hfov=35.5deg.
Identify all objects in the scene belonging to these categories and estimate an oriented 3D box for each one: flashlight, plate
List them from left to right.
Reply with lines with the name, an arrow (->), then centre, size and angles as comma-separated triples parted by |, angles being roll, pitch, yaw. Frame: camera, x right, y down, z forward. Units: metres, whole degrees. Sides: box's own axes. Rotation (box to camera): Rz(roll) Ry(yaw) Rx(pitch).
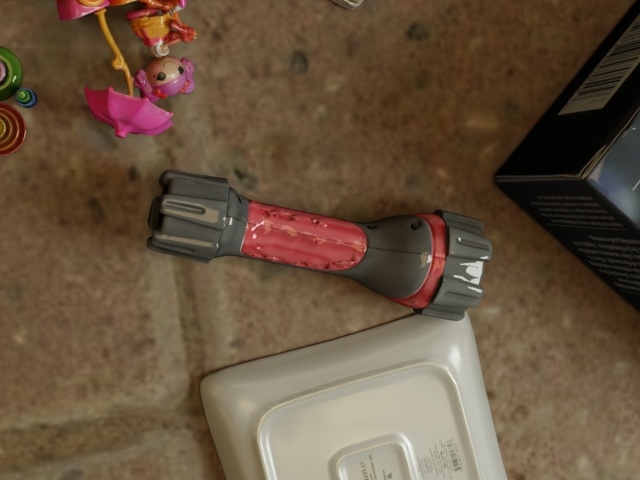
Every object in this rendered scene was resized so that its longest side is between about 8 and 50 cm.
flashlight -> 0.000, 0.000, 0.915 | 0.304, 0.103, 0.103 | 12, 125, -15
plate -> 0.050, 0.228, 0.971 | 0.278, 0.045, 0.277 | -15, 95, -9

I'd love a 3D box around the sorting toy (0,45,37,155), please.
sorting toy -> -0.287, -0.127, 0.893 | 0.061, 0.042, 0.101 | -7, 94, -10

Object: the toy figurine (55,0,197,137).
toy figurine -> -0.163, -0.175, 0.896 | 0.173, 0.130, 0.159 | -25, 112, -32

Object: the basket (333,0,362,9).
basket -> 0.032, -0.314, 0.908 | 0.113, 0.103, 0.167 | 29, 89, -9

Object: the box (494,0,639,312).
box -> 0.424, -0.044, 0.938 | 0.395, 0.212, 0.293 | 39, 85, -10
